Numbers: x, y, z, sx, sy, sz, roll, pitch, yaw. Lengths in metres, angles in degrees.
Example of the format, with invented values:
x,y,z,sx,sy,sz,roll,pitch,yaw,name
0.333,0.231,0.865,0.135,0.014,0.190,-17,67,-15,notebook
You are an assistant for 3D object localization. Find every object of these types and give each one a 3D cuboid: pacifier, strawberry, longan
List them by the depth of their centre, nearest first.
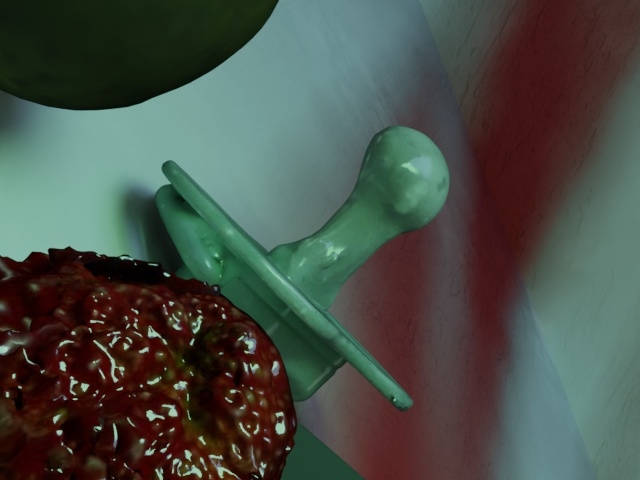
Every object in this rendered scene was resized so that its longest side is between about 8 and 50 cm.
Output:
x,y,z,sx,sy,sz,roll,pitch,yaw,name
-0.120,0.121,0.881,0.274,0.220,0.274,60,11,-20,strawberry
-0.174,-0.273,1.155,0.361,0.361,0.361,56,16,-26,longan
0.000,0.000,1.435,0.288,0.269,0.343,43,-4,39,pacifier

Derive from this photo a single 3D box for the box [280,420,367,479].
x,y,z,sx,sy,sz,roll,pitch,yaw,name
-0.039,0.219,1.092,0.135,0.163,0.243,44,13,9,box
